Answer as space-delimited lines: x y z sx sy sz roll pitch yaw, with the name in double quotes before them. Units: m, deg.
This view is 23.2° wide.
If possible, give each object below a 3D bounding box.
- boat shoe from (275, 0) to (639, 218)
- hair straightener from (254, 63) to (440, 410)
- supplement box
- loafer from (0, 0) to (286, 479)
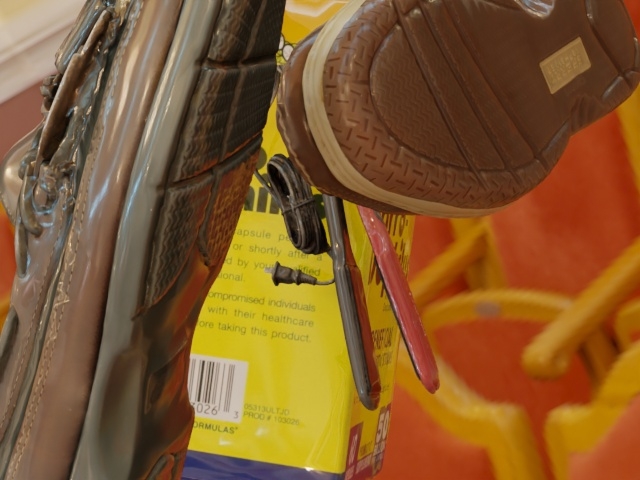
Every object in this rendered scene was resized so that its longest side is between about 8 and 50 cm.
"boat shoe" 0.047 -0.054 0.636 0.095 0.095 0.257 -19 0 33
"hair straightener" 0.000 0.000 0.998 0.089 0.230 0.047 -20 -2 12
"supplement box" -0.038 -0.004 1.154 0.195 0.357 0.194 7 1 12
"loafer" -0.076 0.007 0.483 0.084 0.267 0.096 16 12 11
